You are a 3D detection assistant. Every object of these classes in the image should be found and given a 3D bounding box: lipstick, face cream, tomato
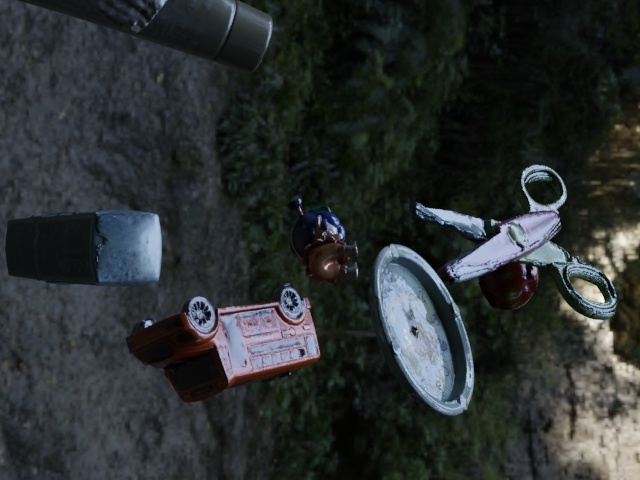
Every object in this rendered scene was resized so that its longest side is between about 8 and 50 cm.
[{"bbox_3d":[-0.256,0.008,0.923,0.289,0.076,0.078,0,-92,57],"label":"lipstick"},{"bbox_3d":[-0.227,-0.305,1.089,0.137,0.341,0.084,-63,-155,21],"label":"face cream"},{"bbox_3d":[0.236,0.044,1.106,0.087,0.075,0.087,-20,90,-77],"label":"tomato"}]

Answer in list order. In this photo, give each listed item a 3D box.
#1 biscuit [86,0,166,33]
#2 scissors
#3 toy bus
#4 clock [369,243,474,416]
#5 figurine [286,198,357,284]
[{"bbox_3d":[-0.177,-0.276,0.762,0.062,0.108,0.239,-40,-147,25],"label":"biscuit"},{"bbox_3d":[0.140,0.000,0.635,0.020,0.187,0.134,-41,-120,42],"label":"scissors"},{"bbox_3d":[-0.149,0.170,1.429,0.143,0.329,0.153,-25,-103,33],"label":"toy bus"},{"bbox_3d":[0.122,0.121,1.152,0.053,0.236,0.236,-28,-131,29],"label":"clock"},{"bbox_3d":[0.000,0.000,1.514,0.195,0.102,0.112,-113,-157,-68],"label":"figurine"}]
